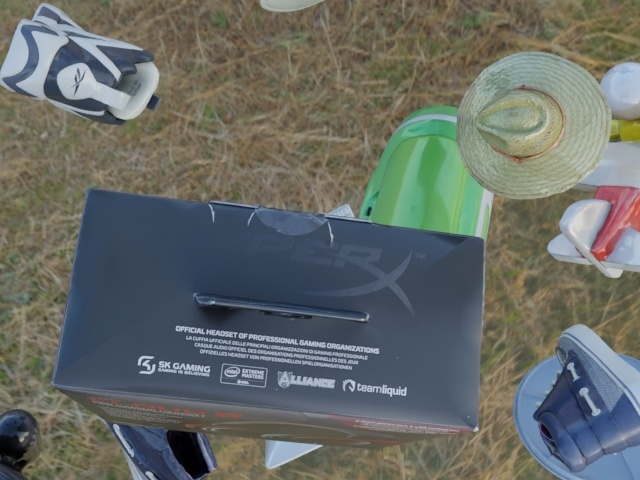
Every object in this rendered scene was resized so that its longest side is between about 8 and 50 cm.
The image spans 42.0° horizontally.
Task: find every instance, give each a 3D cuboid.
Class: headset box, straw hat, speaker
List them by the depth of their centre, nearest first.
[{"bbox_3d":[-0.036,0.065,0.530,0.218,0.293,0.110,7,73,-7],"label":"headset box"},{"bbox_3d":[0.173,-0.104,0.729,0.144,0.061,0.144,1,91,33],"label":"straw hat"},{"bbox_3d":[0.101,0.001,0.836,0.131,0.131,0.296,11,51,9],"label":"speaker"}]

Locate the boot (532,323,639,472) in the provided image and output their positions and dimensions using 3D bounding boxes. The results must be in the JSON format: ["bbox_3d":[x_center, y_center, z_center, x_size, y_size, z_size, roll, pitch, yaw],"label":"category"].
[{"bbox_3d":[0.211,0.128,0.700,0.086,0.190,0.069,-28,95,3],"label":"boot"}]

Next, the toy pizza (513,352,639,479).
[{"bbox_3d":[0.326,0.209,0.968,0.201,0.032,0.201,-4,41,4],"label":"toy pizza"}]

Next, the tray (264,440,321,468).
[{"bbox_3d":[0.047,0.178,1.023,0.270,0.145,0.030,-26,109,6],"label":"tray"}]

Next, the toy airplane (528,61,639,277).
[{"bbox_3d":[0.479,-0.133,1.268,0.386,0.272,0.384,-21,25,19],"label":"toy airplane"}]

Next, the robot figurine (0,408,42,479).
[{"bbox_3d":[-0.290,0.258,0.655,0.209,0.278,0.173,-27,78,-20],"label":"robot figurine"}]

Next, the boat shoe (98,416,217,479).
[{"bbox_3d":[-0.292,0.279,1.398,0.127,0.158,0.340,-29,84,-44],"label":"boat shoe"}]

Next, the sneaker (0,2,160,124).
[{"bbox_3d":[-0.248,-0.182,0.900,0.153,0.235,0.094,24,96,-18],"label":"sneaker"}]

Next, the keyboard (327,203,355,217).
[{"bbox_3d":[0.000,0.000,1.456,0.014,0.256,0.072,-33,94,-31],"label":"keyboard"}]

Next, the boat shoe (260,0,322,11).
[{"bbox_3d":[0.012,-0.463,1.395,0.302,0.114,0.091,-24,85,-34],"label":"boat shoe"}]
